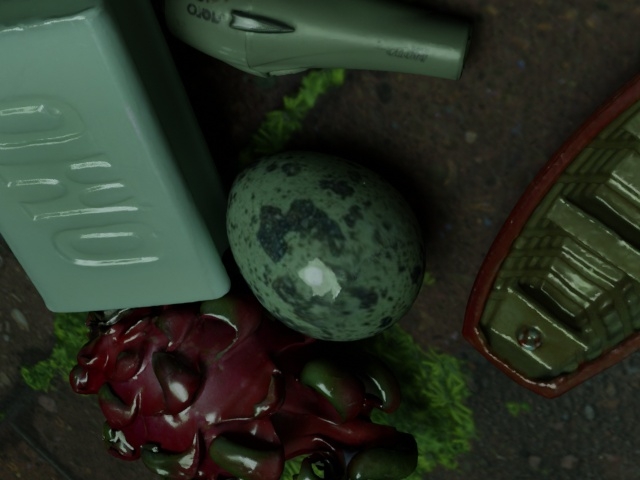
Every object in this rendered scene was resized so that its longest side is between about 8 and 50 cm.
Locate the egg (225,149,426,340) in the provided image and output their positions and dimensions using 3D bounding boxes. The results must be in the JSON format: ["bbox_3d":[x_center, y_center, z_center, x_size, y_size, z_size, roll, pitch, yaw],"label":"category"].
[{"bbox_3d":[0.000,0.000,0.781,0.172,0.132,0.132,39,133,24],"label":"egg"}]

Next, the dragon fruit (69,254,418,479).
[{"bbox_3d":[-0.068,0.118,0.864,0.272,0.218,0.198,-1,152,25],"label":"dragon fruit"}]

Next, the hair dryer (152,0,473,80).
[{"bbox_3d":[0.018,-0.194,0.696,0.219,0.088,0.225,31,115,-1],"label":"hair dryer"}]

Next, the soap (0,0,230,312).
[{"bbox_3d":[-0.172,-0.066,0.750,0.159,0.088,0.265,-6,135,12],"label":"soap"}]

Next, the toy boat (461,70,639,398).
[{"bbox_3d":[0.221,-0.037,0.668,0.136,0.079,0.392,36,132,6],"label":"toy boat"}]
